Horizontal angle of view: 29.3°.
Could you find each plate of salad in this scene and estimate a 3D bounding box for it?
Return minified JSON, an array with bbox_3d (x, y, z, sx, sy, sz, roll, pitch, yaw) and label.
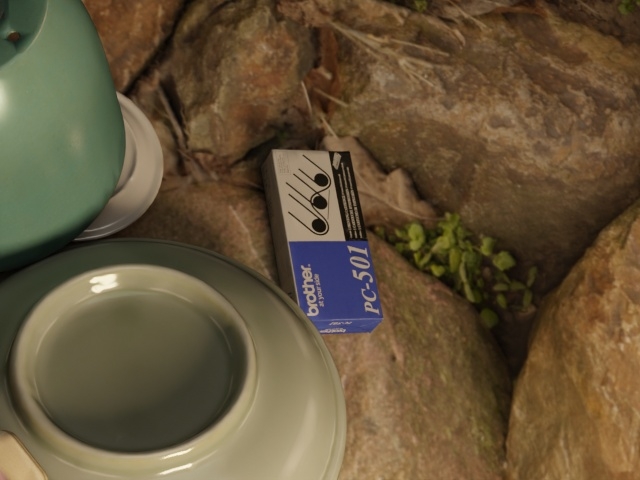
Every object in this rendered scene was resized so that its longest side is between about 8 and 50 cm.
[{"bbox_3d":[-0.263,-0.084,1.270,0.199,0.048,0.200,8,61,-15],"label":"plate of salad"}]

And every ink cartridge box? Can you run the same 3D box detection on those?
[{"bbox_3d":[0.000,0.000,1.345,0.097,0.046,0.207,0,65,-22],"label":"ink cartridge box"}]

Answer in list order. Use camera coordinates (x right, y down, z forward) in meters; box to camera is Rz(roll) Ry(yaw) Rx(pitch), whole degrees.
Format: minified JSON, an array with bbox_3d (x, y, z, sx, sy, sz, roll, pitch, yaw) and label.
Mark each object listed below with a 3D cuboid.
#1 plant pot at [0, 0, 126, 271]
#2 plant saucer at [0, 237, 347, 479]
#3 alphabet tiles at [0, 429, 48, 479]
[{"bbox_3d":[-0.330,-0.148,1.121,0.293,0.235,0.293,3,63,-5],"label":"plant pot"},{"bbox_3d":[-0.167,0.130,1.103,0.400,0.100,0.400,5,49,-6],"label":"plant saucer"},{"bbox_3d":[-0.319,0.292,0.983,0.284,0.021,0.278,-41,84,-2],"label":"alphabet tiles"}]
